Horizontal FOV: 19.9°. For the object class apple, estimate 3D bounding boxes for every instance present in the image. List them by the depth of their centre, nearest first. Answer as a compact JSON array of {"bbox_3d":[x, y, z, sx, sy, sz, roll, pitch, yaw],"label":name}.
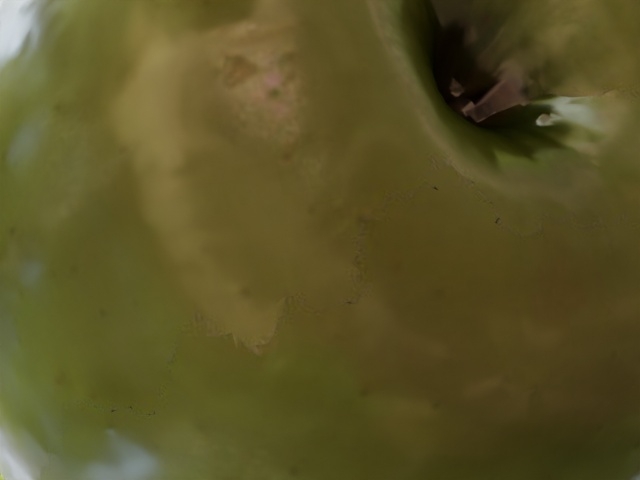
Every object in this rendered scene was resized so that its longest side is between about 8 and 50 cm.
[{"bbox_3d":[0.000,0.000,0.785,0.357,0.357,0.357,14,-120,-26],"label":"apple"}]
